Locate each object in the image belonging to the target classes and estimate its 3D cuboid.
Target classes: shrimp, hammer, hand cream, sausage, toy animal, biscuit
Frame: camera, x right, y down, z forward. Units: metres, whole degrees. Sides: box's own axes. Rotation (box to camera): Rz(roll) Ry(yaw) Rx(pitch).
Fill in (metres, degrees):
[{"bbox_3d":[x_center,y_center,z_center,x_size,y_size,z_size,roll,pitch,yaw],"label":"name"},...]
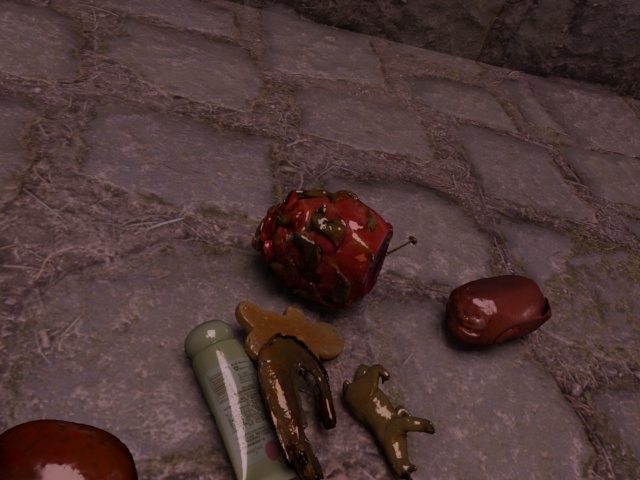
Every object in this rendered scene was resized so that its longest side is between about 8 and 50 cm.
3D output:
[{"bbox_3d":[-0.031,0.279,0.869,0.173,0.058,0.253,3,58,-53],"label":"shrimp"},{"bbox_3d":[0.213,0.016,1.335,0.123,0.014,0.029,-25,51,-36],"label":"hammer"},{"bbox_3d":[-0.137,0.275,0.868,0.147,0.093,0.306,-3,47,-46],"label":"hand cream"},{"bbox_3d":[0.411,0.161,1.169,0.280,0.152,0.152,-7,50,-28],"label":"sausage"},{"bbox_3d":[0.119,0.329,0.932,0.101,0.103,0.218,-33,66,-21],"label":"toy animal"},{"bbox_3d":[-0.053,0.193,0.994,0.234,0.030,0.153,12,39,-35],"label":"biscuit"}]

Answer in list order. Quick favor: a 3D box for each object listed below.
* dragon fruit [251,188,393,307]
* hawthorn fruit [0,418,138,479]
[{"bbox_3d":[0.000,0.000,1.103,0.291,0.250,0.269,18,35,19],"label":"dragon fruit"},{"bbox_3d":[-0.328,0.341,0.642,0.250,0.215,0.215,7,44,-9],"label":"hawthorn fruit"}]
